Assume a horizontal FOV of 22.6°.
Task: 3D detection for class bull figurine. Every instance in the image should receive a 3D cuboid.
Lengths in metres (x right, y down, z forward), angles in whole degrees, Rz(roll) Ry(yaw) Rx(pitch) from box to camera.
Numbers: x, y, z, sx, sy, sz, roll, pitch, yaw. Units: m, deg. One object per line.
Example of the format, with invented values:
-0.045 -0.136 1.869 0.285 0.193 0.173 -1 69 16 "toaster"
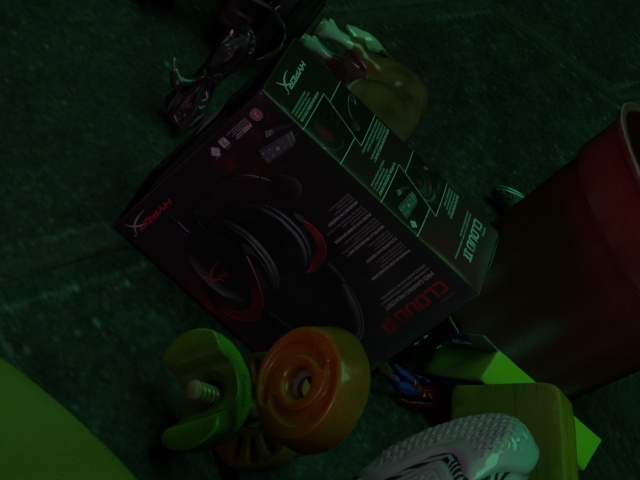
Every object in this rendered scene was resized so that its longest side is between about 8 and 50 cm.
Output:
0.025 -0.120 1.703 0.188 0.101 0.310 43 33 -9 "bull figurine"

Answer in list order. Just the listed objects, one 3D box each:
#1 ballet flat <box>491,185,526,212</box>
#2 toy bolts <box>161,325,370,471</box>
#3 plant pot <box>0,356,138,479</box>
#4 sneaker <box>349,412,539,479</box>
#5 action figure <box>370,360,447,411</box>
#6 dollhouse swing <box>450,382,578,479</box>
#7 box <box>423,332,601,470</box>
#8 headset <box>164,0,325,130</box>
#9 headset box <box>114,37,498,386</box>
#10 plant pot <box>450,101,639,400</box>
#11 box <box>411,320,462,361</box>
0.253 -0.029 1.956 0.114 0.041 0.041 26 40 -31 "ballet flat"
-0.013 0.188 1.281 0.158 0.218 0.228 25 58 -44 "toy bolts"
-0.248 0.182 0.986 0.212 0.212 0.187 8 39 -47 "plant pot"
0.060 0.307 1.165 0.210 0.366 0.137 49 -13 -20 "sneaker"
0.088 0.144 1.585 0.115 0.030 0.038 32 42 -35 "action figure"
0.330 0.279 1.421 0.347 0.305 0.315 48 30 -31 "dollhouse swing"
0.185 0.160 1.603 0.178 0.109 0.042 41 71 -22 "box"
-0.114 -0.270 1.693 0.243 0.185 0.394 29 23 -24 "headset"
0.000 0.000 1.444 0.293 0.218 0.110 43 34 -13 "headset box"
0.288 0.038 1.693 0.272 0.265 0.272 42 28 -29 "plant pot"
0.084 0.076 1.649 0.137 0.027 0.094 11 48 -45 "box"
